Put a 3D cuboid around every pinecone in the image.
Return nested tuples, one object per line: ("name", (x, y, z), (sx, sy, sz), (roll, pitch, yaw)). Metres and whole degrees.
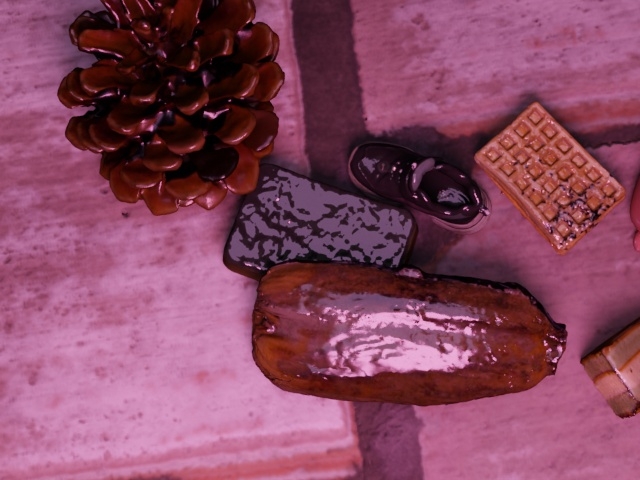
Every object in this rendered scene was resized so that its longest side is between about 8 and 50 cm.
("pinecone", (-0.149, -0.167, 1.165), (0.264, 0.264, 0.264), (0, 79, 2))

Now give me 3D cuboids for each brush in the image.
("brush", (0.000, 0.000, 1.220), (0.197, 0.059, 0.123), (18, 79, 5))

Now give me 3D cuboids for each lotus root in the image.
("lotus root", (0.086, 0.112, 1.151), (0.329, 0.078, 0.167), (2, 114, 6))

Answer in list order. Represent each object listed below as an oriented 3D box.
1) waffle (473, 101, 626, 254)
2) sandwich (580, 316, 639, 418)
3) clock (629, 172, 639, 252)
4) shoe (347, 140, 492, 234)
("waffle", (0.251, -0.070, 1.233), (0.102, 0.042, 0.148), (-41, 81, -5))
("sandwich", (0.362, 0.106, 1.159), (0.163, 0.113, 0.079), (-33, 80, -5))
("clock", (0.383, -0.059, 1.167), (0.092, 0.162, 0.166), (21, 80, 9))
("shoe", (0.108, -0.066, 1.209), (0.169, 0.099, 0.071), (26, 84, 7))
